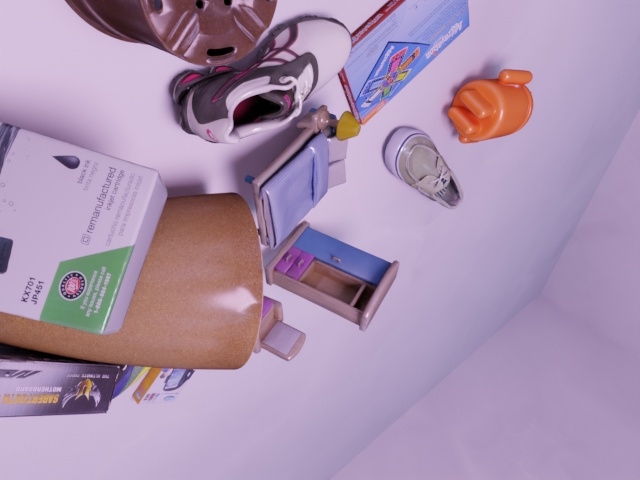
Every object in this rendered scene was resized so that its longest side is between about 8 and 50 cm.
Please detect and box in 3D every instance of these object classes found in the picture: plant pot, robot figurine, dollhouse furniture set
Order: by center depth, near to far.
[{"bbox_3d":[-0.134,-0.242,0.386,0.167,0.165,0.166,-28,139,-27],"label":"plant pot"},{"bbox_3d":[-0.230,0.051,0.526,0.255,0.237,0.237,1,122,-31],"label":"plant pot"},{"bbox_3d":[0.000,0.000,0.654,0.286,0.198,0.303,-52,156,-37],"label":"dollhouse furniture set"},{"bbox_3d":[0.374,-0.285,0.942,0.219,0.128,0.158,-18,116,-37],"label":"robot figurine"}]

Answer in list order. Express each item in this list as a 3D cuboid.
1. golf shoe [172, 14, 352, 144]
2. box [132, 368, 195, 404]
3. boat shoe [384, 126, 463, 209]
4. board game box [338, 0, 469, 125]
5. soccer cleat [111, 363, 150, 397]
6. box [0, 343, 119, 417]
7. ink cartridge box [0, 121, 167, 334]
[{"bbox_3d":[-0.048,-0.198,0.563,0.273,0.120,0.105,-36,141,-20],"label":"golf shoe"},{"bbox_3d":[-0.282,0.254,0.805,0.136,0.028,0.081,-56,145,6],"label":"box"},{"bbox_3d":[0.240,-0.151,0.948,0.302,0.094,0.109,21,106,-54],"label":"boat shoe"},{"bbox_3d":[0.144,-0.337,0.727,0.281,0.027,0.145,-44,143,-8],"label":"board game box"},{"bbox_3d":[-0.271,0.153,0.695,0.289,0.093,0.121,-37,174,-26],"label":"soccer cleat"},{"bbox_3d":[-0.372,0.138,0.461,0.231,0.183,0.056,32,65,-56],"label":"box"},{"bbox_3d":[-0.265,-0.016,0.384,0.087,0.209,0.153,151,-46,-74],"label":"ink cartridge box"}]
